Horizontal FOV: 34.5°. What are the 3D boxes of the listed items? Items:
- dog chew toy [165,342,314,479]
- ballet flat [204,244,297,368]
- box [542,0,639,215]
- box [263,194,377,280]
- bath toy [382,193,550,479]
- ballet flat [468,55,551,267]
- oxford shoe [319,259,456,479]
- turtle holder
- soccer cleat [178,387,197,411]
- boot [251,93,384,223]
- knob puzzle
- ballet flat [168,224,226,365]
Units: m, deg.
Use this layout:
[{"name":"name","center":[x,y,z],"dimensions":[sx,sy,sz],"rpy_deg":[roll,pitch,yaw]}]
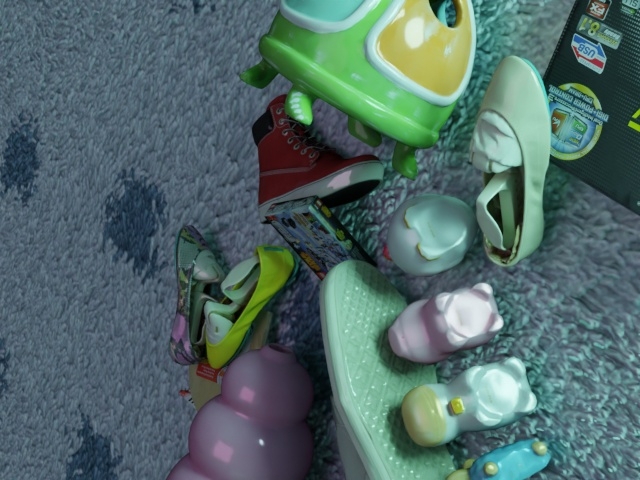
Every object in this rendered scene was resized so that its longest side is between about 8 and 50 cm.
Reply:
[{"name":"dog chew toy","center":[-0.102,0.304,1.445],"dimensions":[0.206,0.207,0.332],"rpy_deg":[26,103,44]},{"name":"ballet flat","center":[-0.125,0.093,1.515],"dimensions":[0.231,0.077,0.077],"rpy_deg":[-52,40,23]},{"name":"box","center":[0.346,-0.137,1.024],"dimensions":[0.270,0.060,0.216],"rpy_deg":[40,120,40]},{"name":"box","center":[0.000,0.000,1.373],"dimensions":[0.094,0.137,0.027],"rpy_deg":[-8,41,47]},{"name":"bath toy","center":[0.150,0.120,1.211],"dimensions":[0.129,0.151,0.348],"rpy_deg":[107,150,-74]},{"name":"ballet flat","center":[0.198,-0.073,1.098],"dimensions":[0.086,0.086,0.248],"rpy_deg":[32,145,43]},{"name":"oxford shoe","center":[0.076,0.245,1.268],"dimensions":[0.130,0.169,0.449],"rpy_deg":[-27,76,47]},{"name":"turtle holder","center":[0.060,-0.238,1.245],"dimensions":[0.227,0.243,0.320],"rpy_deg":[-61,9,11]},{"name":"soccer cleat","center":[-0.202,0.259,1.673],"dimensions":[0.083,0.029,0.035],"rpy_deg":[2,89,43]},{"name":"boot","center":[-0.014,-0.129,1.409],"dimensions":[0.244,0.088,0.176],"rpy_deg":[-15,79,51]},{"name":"knob puzzle","center":[-0.141,0.192,1.583],"dimensions":[0.213,0.030,0.213],"rpy_deg":[-22,60,44]},{"name":"ballet flat","center":[-0.189,0.085,1.610],"dimensions":[0.079,0.077,0.221],"rpy_deg":[-1,79,31]}]
